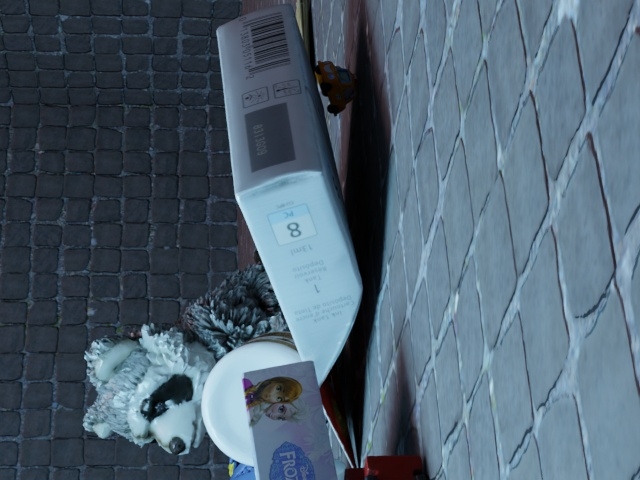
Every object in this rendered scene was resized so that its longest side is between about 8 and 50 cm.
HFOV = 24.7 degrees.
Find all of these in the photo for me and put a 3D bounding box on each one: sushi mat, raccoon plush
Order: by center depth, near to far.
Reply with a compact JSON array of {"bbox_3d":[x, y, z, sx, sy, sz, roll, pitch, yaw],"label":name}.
[{"bbox_3d":[-0.155,0.124,1.918,0.446,0.299,0.216,-102,14,-66],"label":"raccoon plush"},{"bbox_3d":[-0.021,-0.174,1.991,0.151,0.019,0.316,97,171,-54],"label":"sushi mat"}]

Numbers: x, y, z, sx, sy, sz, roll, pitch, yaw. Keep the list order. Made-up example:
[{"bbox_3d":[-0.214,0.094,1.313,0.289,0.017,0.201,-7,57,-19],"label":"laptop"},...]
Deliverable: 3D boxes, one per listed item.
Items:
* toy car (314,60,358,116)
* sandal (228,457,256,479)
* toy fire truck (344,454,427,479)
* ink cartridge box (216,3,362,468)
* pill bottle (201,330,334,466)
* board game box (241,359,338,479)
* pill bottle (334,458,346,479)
[{"bbox_3d":[0.015,-0.177,1.532,0.122,0.041,0.060,-104,-4,-61],"label":"toy car"},{"bbox_3d":[-0.086,0.341,2.144,0.317,0.126,0.138,-107,22,-66],"label":"sandal"},{"bbox_3d":[0.053,0.235,1.116,0.135,0.047,0.192,96,171,-48],"label":"toy fire truck"},{"bbox_3d":[0.000,0.000,1.476,0.308,0.091,0.385,-102,-8,-52],"label":"ink cartridge box"},{"bbox_3d":[-0.047,0.168,1.614,0.229,0.131,0.131,-13,-77,-83],"label":"pill bottle"},{"bbox_3d":[0.003,0.319,1.177,0.318,0.066,0.318,-104,5,-51],"label":"board game box"},{"bbox_3d":[-0.006,0.302,1.538,0.078,0.078,0.137,-117,27,-78],"label":"pill bottle"}]
